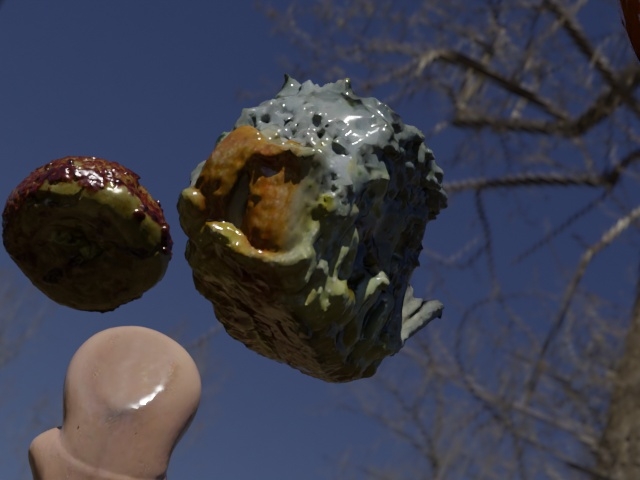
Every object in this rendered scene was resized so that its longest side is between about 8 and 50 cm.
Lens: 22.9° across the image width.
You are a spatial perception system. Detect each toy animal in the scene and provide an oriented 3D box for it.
[{"bbox_3d":[-0.202,0.203,1.577,0.166,0.250,0.154,16,-30,-5],"label":"toy animal"}]

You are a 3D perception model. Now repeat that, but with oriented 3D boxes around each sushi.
[{"bbox_3d":[0.000,0.000,1.195,0.139,0.184,0.274,22,-22,23],"label":"sushi"}]

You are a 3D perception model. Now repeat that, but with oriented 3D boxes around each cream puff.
[{"bbox_3d":[-0.189,-0.010,1.318,0.149,0.084,0.149,7,-49,9],"label":"cream puff"}]

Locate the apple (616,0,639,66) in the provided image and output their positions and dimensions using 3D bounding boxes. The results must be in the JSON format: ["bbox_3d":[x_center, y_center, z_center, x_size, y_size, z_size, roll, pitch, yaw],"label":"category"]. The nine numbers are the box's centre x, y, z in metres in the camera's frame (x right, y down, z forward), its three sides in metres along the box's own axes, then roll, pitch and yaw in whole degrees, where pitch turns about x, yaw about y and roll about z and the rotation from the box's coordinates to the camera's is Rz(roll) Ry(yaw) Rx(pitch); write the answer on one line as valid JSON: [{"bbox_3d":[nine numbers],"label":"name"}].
[{"bbox_3d":[0.182,-0.119,0.407,0.206,0.272,0.251,-3,-37,28],"label":"apple"}]
